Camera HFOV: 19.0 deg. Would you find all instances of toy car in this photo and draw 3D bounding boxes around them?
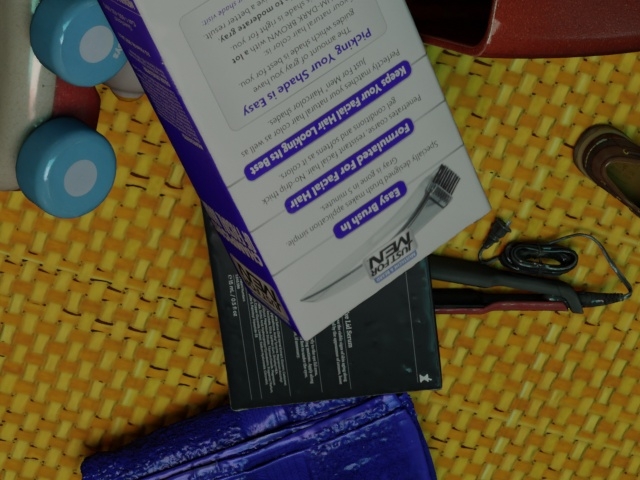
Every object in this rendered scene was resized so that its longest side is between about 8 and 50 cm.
[{"bbox_3d":[-0.173,-0.149,1.515,0.238,0.219,0.210,-10,120,-39],"label":"toy car"}]

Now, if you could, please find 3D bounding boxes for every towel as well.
[{"bbox_3d":[-0.045,0.244,1.747,0.308,0.076,0.228,-19,122,-1],"label":"towel"}]

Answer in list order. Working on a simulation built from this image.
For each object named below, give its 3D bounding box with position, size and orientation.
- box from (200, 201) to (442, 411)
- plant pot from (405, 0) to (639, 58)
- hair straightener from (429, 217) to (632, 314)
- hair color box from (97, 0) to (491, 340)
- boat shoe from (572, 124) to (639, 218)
[{"bbox_3d":[0.000,0.000,1.617,0.184,0.103,0.261,-5,111,5],"label":"box"},{"bbox_3d":[0.189,-0.268,1.455,0.235,0.267,0.267,7,99,-24],"label":"plant pot"},{"bbox_3d":[0.171,0.027,1.715,0.230,0.047,0.089,4,113,-7],"label":"hair straightener"},{"bbox_3d":[-0.023,-0.116,1.395,0.185,0.110,0.339,-34,122,-14],"label":"hair color box"},{"bbox_3d":[0.306,-0.039,1.707,0.178,0.060,0.064,28,106,-22],"label":"boat shoe"}]
